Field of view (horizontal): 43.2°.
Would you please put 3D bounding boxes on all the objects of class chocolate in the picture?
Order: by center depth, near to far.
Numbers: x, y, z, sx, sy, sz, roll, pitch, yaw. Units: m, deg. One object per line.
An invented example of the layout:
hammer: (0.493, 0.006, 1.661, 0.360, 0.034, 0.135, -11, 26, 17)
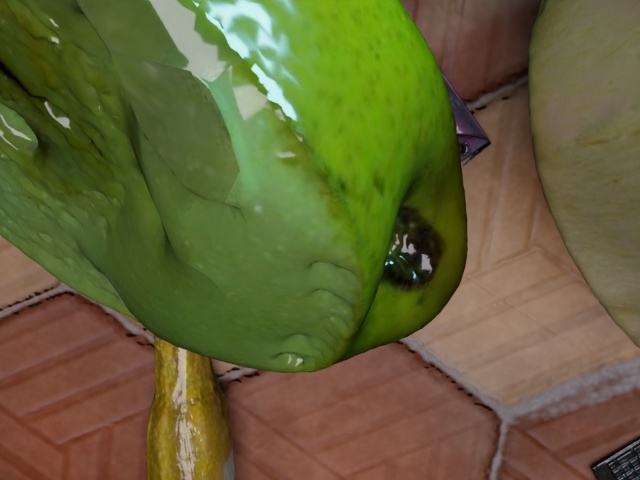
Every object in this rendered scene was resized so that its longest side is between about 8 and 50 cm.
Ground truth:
chocolate: (-0.110, 0.177, 0.663, 0.086, 0.085, 0.219, -4, 100, 1)

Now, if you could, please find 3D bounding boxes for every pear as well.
pear: (-0.042, -0.068, 0.489, 0.318, 0.342, 0.238, 39, 57, 1)

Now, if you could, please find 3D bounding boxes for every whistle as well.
whistle: (0.070, -0.135, 0.619, 0.033, 0.033, 0.176, -36, 99, 7)

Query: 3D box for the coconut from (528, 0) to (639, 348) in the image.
coconut: (0.275, -0.087, 0.487, 0.353, 0.352, 0.352, 0, 101, 1)

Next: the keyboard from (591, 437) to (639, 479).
keyboard: (0.310, 0.261, 0.707, 0.063, 0.010, 0.198, -33, 99, 5)
